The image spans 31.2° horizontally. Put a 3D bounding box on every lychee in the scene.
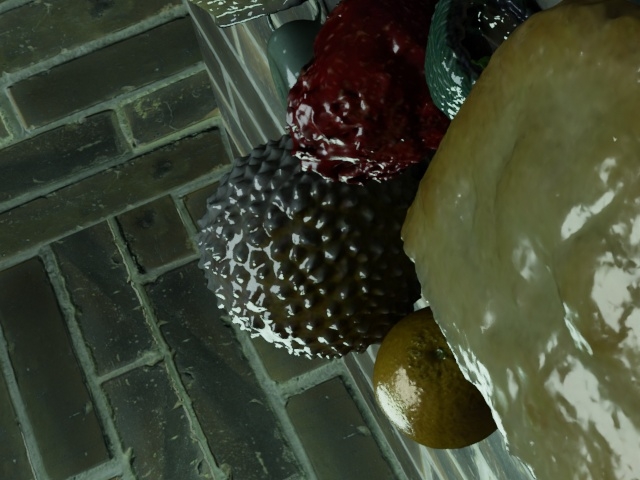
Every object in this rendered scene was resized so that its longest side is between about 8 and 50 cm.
[{"bbox_3d":[0.000,0.000,1.799,0.380,0.380,0.432,65,154,14],"label":"lychee"}]

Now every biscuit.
[{"bbox_3d":[0.220,0.026,0.957,0.446,0.104,0.429,116,142,-50],"label":"biscuit"}]

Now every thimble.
[{"bbox_3d":[0.167,-0.182,1.144,0.090,0.119,0.135,101,161,-67],"label":"thimble"}]

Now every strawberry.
[{"bbox_3d":[0.085,-0.177,1.375,0.220,0.274,0.274,29,159,16],"label":"strawberry"}]

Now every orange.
[{"bbox_3d":[0.187,0.205,1.718,0.236,0.236,0.236,157,90,-82],"label":"orange"}]

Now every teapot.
[{"bbox_3d":[-0.009,-0.284,1.945,0.193,0.130,0.294,-167,56,-80],"label":"teapot"}]

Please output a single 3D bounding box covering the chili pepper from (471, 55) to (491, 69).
[{"bbox_3d":[0.211,-0.132,1.233,0.182,0.050,0.073,-126,21,-46],"label":"chili pepper"}]

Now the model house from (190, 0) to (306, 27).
[{"bbox_3d":[-0.107,-0.489,1.756,0.284,0.243,0.298,31,-125,-57],"label":"model house"}]
